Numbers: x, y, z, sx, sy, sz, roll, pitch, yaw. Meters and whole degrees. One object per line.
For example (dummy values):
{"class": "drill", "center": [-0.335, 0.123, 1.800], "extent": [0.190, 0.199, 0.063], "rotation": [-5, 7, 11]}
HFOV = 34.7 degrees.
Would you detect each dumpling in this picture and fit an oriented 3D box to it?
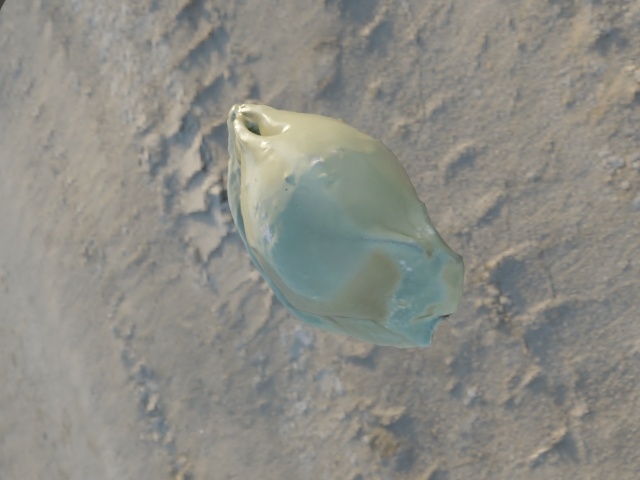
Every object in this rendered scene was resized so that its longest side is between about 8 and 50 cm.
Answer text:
{"class": "dumpling", "center": [0.001, -0.002, 0.670], "extent": [0.181, 0.111, 0.155], "rotation": [-121, 33, -44]}

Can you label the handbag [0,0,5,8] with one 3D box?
{"class": "handbag", "center": [-0.271, -0.228, 0.603], "extent": [0.254, 0.181, 0.181], "rotation": [-47, 59, 33]}
